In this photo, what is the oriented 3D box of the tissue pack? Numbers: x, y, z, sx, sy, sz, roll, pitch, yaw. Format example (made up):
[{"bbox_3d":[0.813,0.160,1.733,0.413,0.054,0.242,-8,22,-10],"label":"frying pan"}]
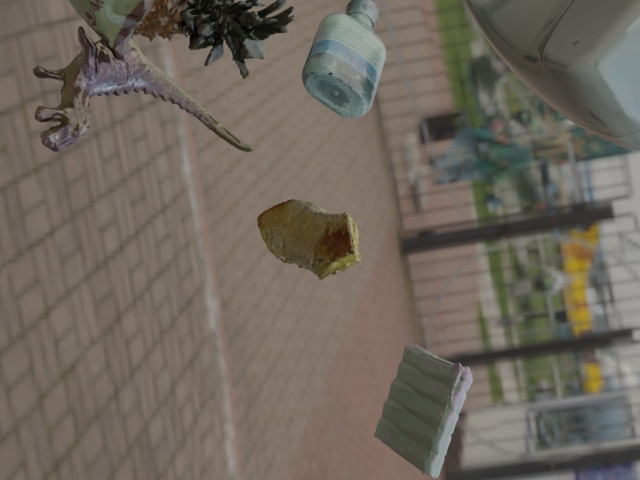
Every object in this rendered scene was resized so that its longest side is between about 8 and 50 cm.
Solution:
[{"bbox_3d":[0.348,-0.255,1.693,0.236,0.229,0.333,38,8,-37],"label":"tissue pack"}]

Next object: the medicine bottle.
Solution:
[{"bbox_3d":[0.034,-0.223,1.647,0.090,0.053,0.208,33,35,-12],"label":"medicine bottle"}]

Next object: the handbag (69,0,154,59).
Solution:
[{"bbox_3d":[-0.240,-0.336,1.476,0.127,0.213,0.235,-38,90,-37],"label":"handbag"}]

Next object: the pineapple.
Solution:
[{"bbox_3d":[-0.185,-0.353,2.082,0.169,0.340,0.169,-55,157,-38],"label":"pineapple"}]

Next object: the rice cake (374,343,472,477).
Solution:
[{"bbox_3d":[0.160,0.260,2.169,0.198,0.037,0.189,5,-106,66],"label":"rice cake"}]

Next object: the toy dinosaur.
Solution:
[{"bbox_3d":[-0.217,-0.183,1.602,0.251,0.072,0.199,-3,73,-42],"label":"toy dinosaur"}]

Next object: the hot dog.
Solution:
[{"bbox_3d":[0.000,0.001,1.524,0.061,0.169,0.078,38,82,-40],"label":"hot dog"}]
